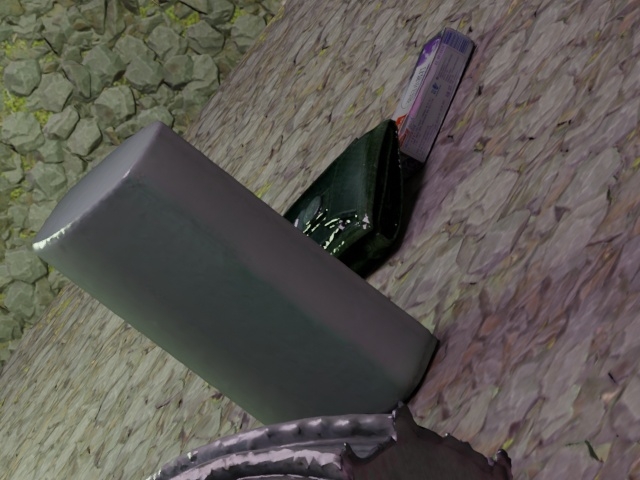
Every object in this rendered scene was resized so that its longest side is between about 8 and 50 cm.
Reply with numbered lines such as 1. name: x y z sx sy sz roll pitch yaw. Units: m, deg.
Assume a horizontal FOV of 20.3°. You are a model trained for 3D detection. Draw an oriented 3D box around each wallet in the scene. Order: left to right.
1. wallet: -0.002 -0.001 1.761 0.236 0.055 0.160 -42 29 40

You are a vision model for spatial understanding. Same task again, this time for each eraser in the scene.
1. eraser: -0.069 0.045 1.415 0.189 0.290 0.104 -28 28 55

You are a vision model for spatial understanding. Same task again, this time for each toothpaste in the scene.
1. toothpaste: 0.107 -0.141 1.825 0.047 0.040 0.196 -40 19 48

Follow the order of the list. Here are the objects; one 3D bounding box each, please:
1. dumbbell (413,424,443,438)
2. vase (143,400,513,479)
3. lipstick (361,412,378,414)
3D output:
1. dumbbell: 0.006 0.188 1.151 0.140 0.124 0.225 -58 14 -20
2. vase: -0.090 0.260 0.956 0.445 0.250 0.250 -27 26 34
3. lipstick: -0.052 0.222 1.410 0.356 0.057 0.057 -40 19 48
